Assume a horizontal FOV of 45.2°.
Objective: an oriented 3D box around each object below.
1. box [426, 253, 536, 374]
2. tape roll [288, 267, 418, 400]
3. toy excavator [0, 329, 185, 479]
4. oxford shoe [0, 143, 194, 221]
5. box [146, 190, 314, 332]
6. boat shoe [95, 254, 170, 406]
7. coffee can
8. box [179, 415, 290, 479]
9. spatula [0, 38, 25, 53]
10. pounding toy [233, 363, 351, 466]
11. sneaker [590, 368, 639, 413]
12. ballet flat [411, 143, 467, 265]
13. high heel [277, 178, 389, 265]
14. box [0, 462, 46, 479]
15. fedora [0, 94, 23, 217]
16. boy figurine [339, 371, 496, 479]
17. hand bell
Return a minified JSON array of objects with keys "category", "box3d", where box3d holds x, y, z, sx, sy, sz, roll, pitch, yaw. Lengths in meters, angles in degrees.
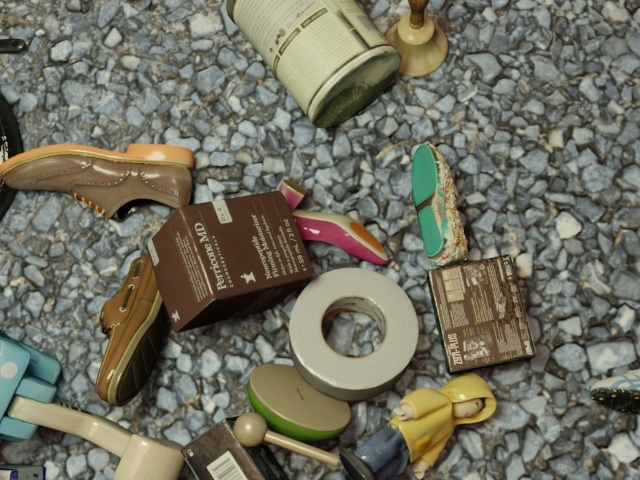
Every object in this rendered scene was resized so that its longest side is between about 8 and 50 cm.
[{"category":"box","box3d":[0.273,0.129,1.327,0.148,0.077,0.180,-12,76,3]},{"category":"tape roll","box3d":[0.055,0.158,1.317,0.219,0.072,0.219,1,63,-2]},{"category":"toy excavator","box3d":[-0.492,0.275,1.311,0.433,0.445,0.222,11,76,50]},{"category":"oxford shoe","box3d":[-0.418,-0.103,1.425,0.364,0.130,0.132,-2,83,5]},{"category":"box","box3d":[-0.154,0.035,1.303,0.203,0.167,0.168,-12,73,-38]},{"category":"boat shoe","box3d":[-0.325,0.149,1.323,0.105,0.110,0.307,12,43,7]},{"category":"coffee can","box3d":[-0.014,-0.373,1.405,0.202,0.201,0.275,-36,76,-3]},{"category":"box","box3d":[-0.133,0.378,1.268,0.093,0.158,0.156,-36,77,-1]},{"category":"spatula","box3d":[-0.740,-0.397,1.569,0.297,0.030,0.084,2,75,6]},{"category":"pounding toy","box3d":[-0.054,0.309,1.265,0.183,0.237,0.110,23,107,0]},{"category":"sneaker","box3d":[0.568,0.231,1.282,0.237,0.085,0.086,-9,50,7]},{"category":"ballet flat","box3d":[0.213,-0.060,1.376,0.077,0.091,0.240,15,59,-32]},{"category":"high heel","box3d":[0.000,0.000,1.397,0.244,0.082,0.117,32,111,-1]},{"category":"box","box3d":[-0.530,0.446,1.302,0.072,0.137,0.126,1,77,4]},{"category":"fedora","box3d":[-0.725,-0.161,1.432,0.153,0.334,0.333,1,75,41]},{"category":"boy figurine","box3d":[0.167,0.319,1.261,0.285,0.177,0.092,-28,37,-23]},{"category":"hand bell","box3d":[0.172,-0.399,1.373,0.126,0.242,0.126,-1,78,5]}]
